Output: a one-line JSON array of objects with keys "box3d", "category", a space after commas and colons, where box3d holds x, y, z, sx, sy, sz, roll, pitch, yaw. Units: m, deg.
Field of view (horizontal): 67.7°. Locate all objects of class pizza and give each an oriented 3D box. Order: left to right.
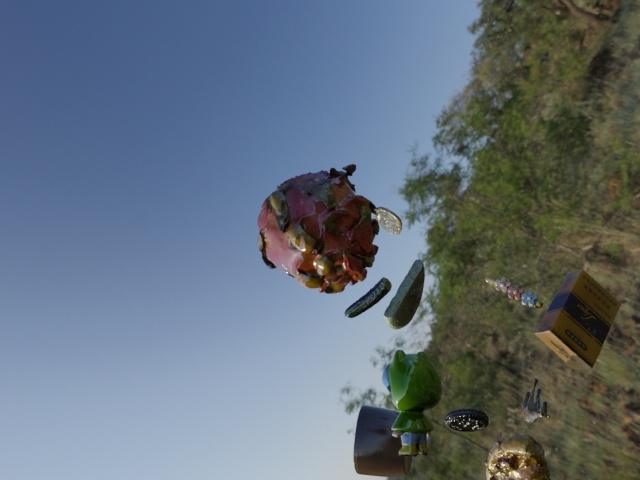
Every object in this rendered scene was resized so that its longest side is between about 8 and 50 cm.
[{"box3d": [0.526, 0.645, 1.247, 0.086, 0.226, 0.335, -16, -48, -21], "category": "pizza"}]

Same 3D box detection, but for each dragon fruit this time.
[{"box3d": [0.000, 0.000, 1.161, 0.296, 0.263, 0.314, -4, -53, -17], "category": "dragon fruit"}]

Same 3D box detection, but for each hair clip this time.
[{"box3d": [0.697, 0.181, 1.726, 0.062, 0.214, 0.056, -61, -34, -1], "category": "hair clip"}]

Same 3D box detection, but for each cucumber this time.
[{"box3d": [0.157, 0.204, 1.616, 0.215, 0.058, 0.052, -45, 26, 30], "category": "cucumber"}]

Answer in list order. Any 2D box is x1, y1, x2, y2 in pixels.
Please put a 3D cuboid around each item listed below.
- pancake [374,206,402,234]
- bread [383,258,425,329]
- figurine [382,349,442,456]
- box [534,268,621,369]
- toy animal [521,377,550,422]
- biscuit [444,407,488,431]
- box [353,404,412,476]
[{"box3d": [0.281, -0.082, 1.996, 0.025, 0.151, 0.151, -49, -22, -24], "category": "pancake"}, {"box3d": [0.216, 0.149, 1.156, 0.193, 0.036, 0.112, -51, -41, -34], "category": "bread"}, {"box3d": [0.244, 0.425, 1.259, 0.143, 0.162, 0.263, -30, 54, 56], "category": "figurine"}, {"box3d": [0.710, 0.215, 1.313, 0.237, 0.152, 0.070, -47, 0, -28], "category": "box"}, {"box3d": [0.746, 0.582, 1.658, 0.275, 0.054, 0.149, -14, -58, -69], "category": "toy animal"}, {"box3d": [0.655, 0.804, 2.131, 0.194, 0.194, 0.053, 95, -178, -49], "category": "biscuit"}, {"box3d": [0.279, 0.875, 2.063, 0.301, 0.216, 0.301, 2, -90, -68], "category": "box"}]
